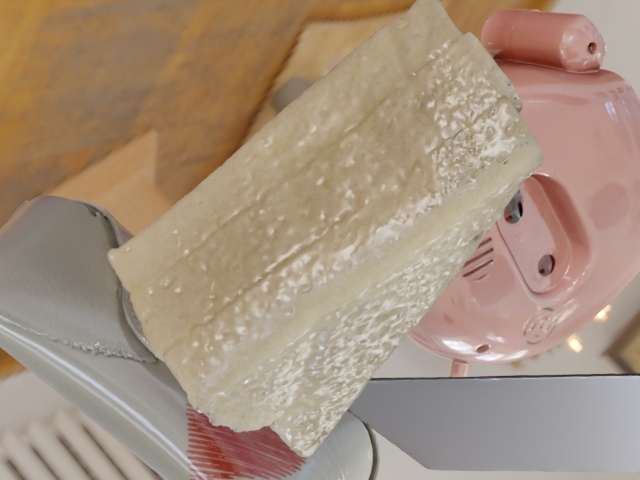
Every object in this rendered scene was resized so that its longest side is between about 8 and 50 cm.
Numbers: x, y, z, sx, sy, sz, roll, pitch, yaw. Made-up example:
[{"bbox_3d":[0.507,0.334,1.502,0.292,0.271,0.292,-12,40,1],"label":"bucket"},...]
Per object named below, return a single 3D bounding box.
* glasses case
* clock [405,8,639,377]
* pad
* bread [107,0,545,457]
[{"bbox_3d":[-0.100,0.079,0.900,0.083,0.308,0.128,-57,172,27],"label":"glasses case"},{"bbox_3d":[0.129,-0.016,1.024,0.241,0.227,0.142,-37,-154,-14],"label":"clock"},{"bbox_3d":[0.137,0.092,0.703,0.170,0.245,0.006,42,50,-55],"label":"pad"},{"bbox_3d":[0.014,0.001,0.495,0.152,0.077,0.105,-36,155,12],"label":"bread"}]
